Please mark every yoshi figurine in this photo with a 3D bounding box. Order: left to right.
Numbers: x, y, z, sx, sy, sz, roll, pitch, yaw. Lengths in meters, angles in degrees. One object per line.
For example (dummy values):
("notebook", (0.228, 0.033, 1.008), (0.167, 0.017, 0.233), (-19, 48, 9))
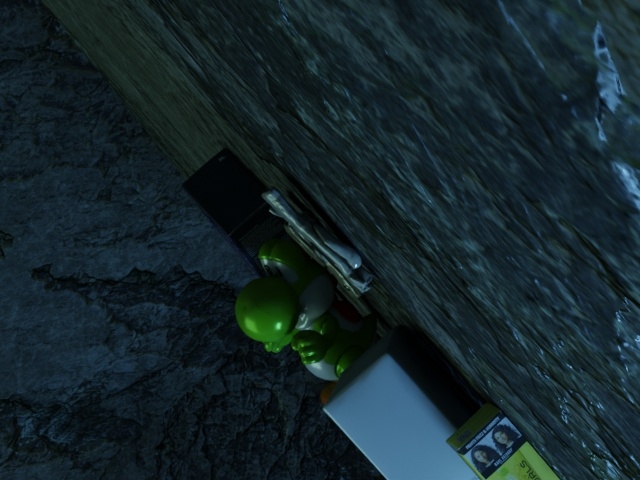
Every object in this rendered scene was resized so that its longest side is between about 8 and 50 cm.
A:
("yoshi figurine", (-0.030, 0.172, 1.857), (0.362, 0.204, 0.203), (59, -156, -24))

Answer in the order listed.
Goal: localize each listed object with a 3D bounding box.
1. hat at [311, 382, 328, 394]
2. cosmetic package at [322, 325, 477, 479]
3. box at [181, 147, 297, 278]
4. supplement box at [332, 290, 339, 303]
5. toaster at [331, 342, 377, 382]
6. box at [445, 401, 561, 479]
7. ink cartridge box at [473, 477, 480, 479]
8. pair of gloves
("hat", (0.145, 0.401, 2.705), (0.331, 0.134, 0.331), (29, 163, 10))
("cosmetic package", (0.138, 0.272, 1.668), (0.224, 0.138, 0.225), (48, -169, 1))
("box", (-0.138, -0.045, 1.967), (0.153, 0.108, 0.207), (45, 174, 31))
("supplement box", (0.019, 0.182, 2.213), (0.188, 0.081, 0.104), (64, 175, 1))
("toaster", (0.117, 0.314, 2.271), (0.129, 0.146, 0.227), (49, 174, -18))
("box", (0.286, 0.343, 1.529), (0.232, 0.087, 0.058), (50, 174, -11))
("ink cartridge box", (0.263, 0.458, 1.758), (0.131, 0.226, 0.306), (48, 173, 16))
("pair of gloves", (0.000, 0.000, 1.589), (0.204, 0.042, 0.240), (44, 176, 4))
